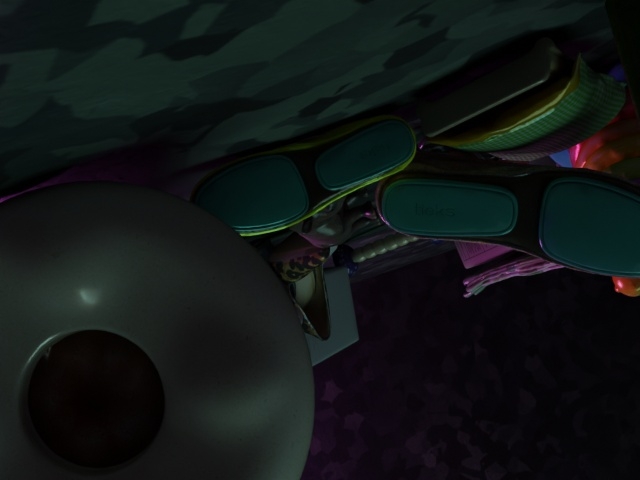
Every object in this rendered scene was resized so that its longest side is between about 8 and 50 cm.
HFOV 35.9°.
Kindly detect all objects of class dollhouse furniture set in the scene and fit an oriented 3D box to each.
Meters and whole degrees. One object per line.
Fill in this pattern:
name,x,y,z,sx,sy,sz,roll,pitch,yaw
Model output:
dollhouse furniture set,0.265,-0.101,0.920,0.301,0.151,0.197,-25,159,32

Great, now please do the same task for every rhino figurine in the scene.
rhino figurine,0.011,-0.037,1.233,0.106,0.073,0.243,-23,172,5

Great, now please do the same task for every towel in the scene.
towel,0.401,0.005,1.523,0.248,0.038,0.325,-23,179,-42

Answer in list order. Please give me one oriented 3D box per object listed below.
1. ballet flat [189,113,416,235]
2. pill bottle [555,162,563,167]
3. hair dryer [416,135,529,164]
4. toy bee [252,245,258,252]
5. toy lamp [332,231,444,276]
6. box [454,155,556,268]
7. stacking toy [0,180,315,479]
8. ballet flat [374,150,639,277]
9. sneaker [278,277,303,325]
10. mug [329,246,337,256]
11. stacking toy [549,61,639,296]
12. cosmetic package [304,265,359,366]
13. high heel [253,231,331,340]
ballet flat,-0.017,-0.063,0.961,0.231,0.077,0.077,-21,-170,-9
pill bottle,0.485,-0.140,1.327,0.318,0.176,0.176,-23,173,24
hair dryer,0.166,-0.109,1.192,0.223,0.080,0.293,-6,159,-26
toy bee,-0.183,0.066,1.313,0.195,0.162,0.298,-10,146,-14
toy lamp,0.152,-0.004,1.925,0.274,0.080,0.080,-20,174,29
box,0.301,-0.063,1.546,0.127,0.149,0.232,-18,174,-22
stacking toy,-0.176,0.124,0.983,0.350,0.351,0.480,-20,-179,1
ballet flat,0.216,-0.041,0.997,0.316,0.107,0.106,13,-155,9
sneaker,-0.147,0.075,1.466,0.271,0.108,0.100,7,-142,34
mug,-0.003,0.001,1.636,0.062,0.078,0.064,21,142,-26
stacking toy,0.354,-0.045,1.096,0.175,0.165,0.302,-53,-168,40
cosmetic package,-0.109,0.153,1.774,0.230,0.161,0.453,-8,-179,18
high heel,-0.002,0.073,1.458,0.093,0.186,0.261,-40,-169,-19
